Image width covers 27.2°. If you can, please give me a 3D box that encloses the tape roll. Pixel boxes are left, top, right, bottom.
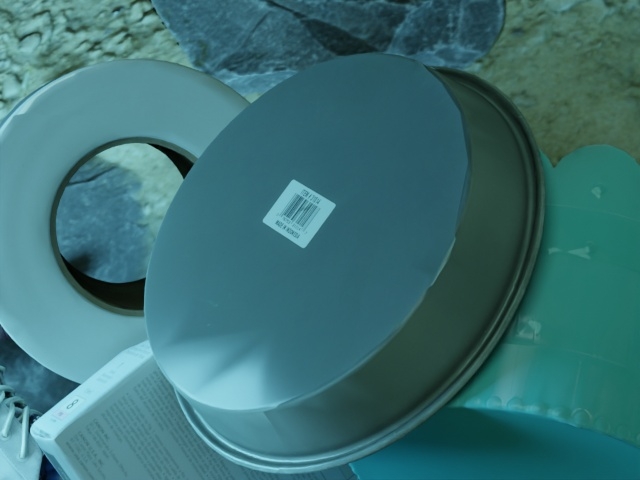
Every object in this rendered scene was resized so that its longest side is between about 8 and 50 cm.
[{"bbox_3d":[-0.148,-0.017,1.030,0.246,0.246,0.169,-40,13,-8],"label":"tape roll"}]

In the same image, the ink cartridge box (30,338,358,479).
[{"bbox_3d":[-0.066,0.140,0.971,0.232,0.189,0.066,-40,22,-25],"label":"ink cartridge box"}]

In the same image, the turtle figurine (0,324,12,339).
[{"bbox_3d":[-0.328,0.091,1.142,0.234,0.118,0.175,-29,53,-7],"label":"turtle figurine"}]

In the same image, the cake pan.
[{"bbox_3d":[0.000,0.000,0.835,0.293,0.054,0.293,-23,48,28],"label":"cake pan"}]

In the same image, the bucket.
[{"bbox_3d":[0.151,0.083,0.873,0.281,0.281,0.183,4,59,22],"label":"bucket"}]

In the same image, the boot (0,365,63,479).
[{"bbox_3d":[-0.254,0.131,1.036,0.123,0.258,0.095,6,17,17],"label":"boot"}]
